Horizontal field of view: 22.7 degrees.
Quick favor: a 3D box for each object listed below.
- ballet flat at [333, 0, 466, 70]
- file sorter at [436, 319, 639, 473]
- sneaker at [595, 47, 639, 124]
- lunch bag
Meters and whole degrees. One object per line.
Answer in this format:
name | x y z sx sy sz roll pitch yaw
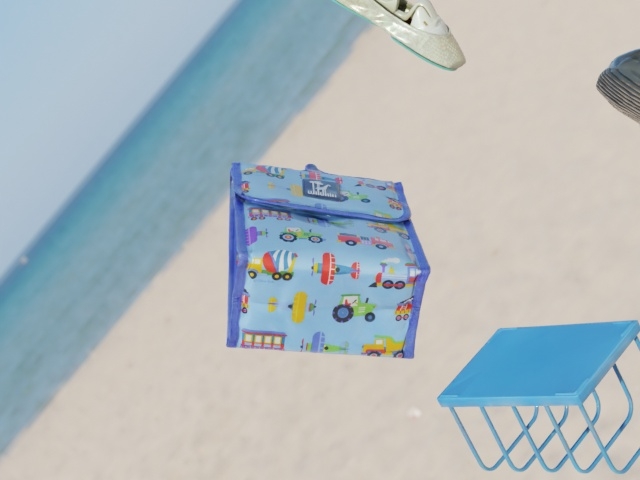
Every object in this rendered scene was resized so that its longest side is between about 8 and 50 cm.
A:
ballet flat | 0.080 -0.231 1.608 0.052 0.168 0.057 -59 0 35
file sorter | 0.224 0.154 1.518 0.170 0.104 0.118 -7 28 47
sneaker | 0.331 -0.134 1.313 0.146 0.122 0.330 -57 -24 9
lunch bag | 0.000 0.000 1.933 0.293 0.221 0.138 -96 13 -56
